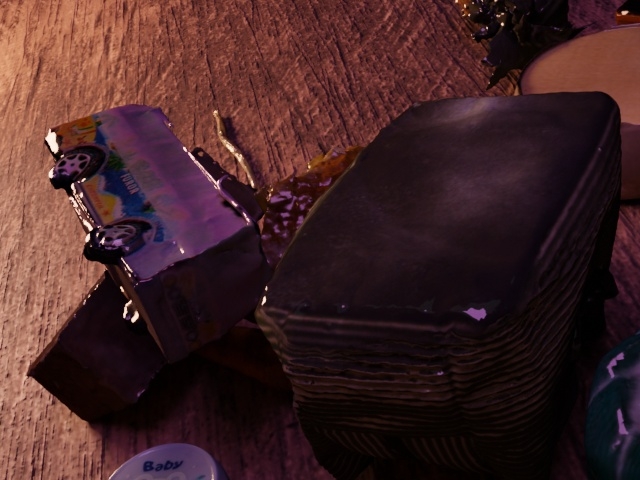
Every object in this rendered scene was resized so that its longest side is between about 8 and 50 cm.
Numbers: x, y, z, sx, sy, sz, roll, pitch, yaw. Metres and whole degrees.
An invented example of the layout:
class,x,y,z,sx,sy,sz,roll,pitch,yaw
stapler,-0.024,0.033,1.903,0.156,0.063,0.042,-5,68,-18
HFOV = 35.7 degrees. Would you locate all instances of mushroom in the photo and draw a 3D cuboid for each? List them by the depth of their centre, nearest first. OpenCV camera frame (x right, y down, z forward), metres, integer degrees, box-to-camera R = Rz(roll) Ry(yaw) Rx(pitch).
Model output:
class,x,y,z,sx,sy,sz,roll,pitch,yaw
mushroom,-0.116,-0.117,1.346,0.026,0.028,0.286,-56,27,20

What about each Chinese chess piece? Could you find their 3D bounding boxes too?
class,x,y,z,sx,sy,sz,roll,pitch,yaw
Chinese chess piece,0.338,-0.147,1.102,0.250,0.103,0.249,-12,34,8

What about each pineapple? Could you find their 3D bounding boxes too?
class,x,y,z,sx,sy,sz,roll,pitch,yaw
pineapple,0.270,-0.317,1.356,0.166,0.165,0.364,-14,42,6

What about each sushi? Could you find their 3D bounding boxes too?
class,x,y,z,sx,sy,sz,roll,pitch,yaw
sushi,0.002,-0.001,1.005,0.179,0.166,0.296,11,54,27

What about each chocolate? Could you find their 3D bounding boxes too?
class,x,y,z,sx,sy,sz,roll,pitch,yaw
chocolate,-0.179,0.045,1.054,0.112,0.112,0.321,-36,18,43

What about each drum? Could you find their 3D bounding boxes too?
class,x,y,z,sx,sy,sz,roll,pitch,yaw
drum,-0.155,0.267,0.788,0.130,0.049,0.253,1,38,26

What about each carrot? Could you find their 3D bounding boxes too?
class,x,y,z,sx,sy,sz,roll,pitch,yaw
carrot,-0.071,0.110,0.975,0.161,0.055,0.055,9,42,45

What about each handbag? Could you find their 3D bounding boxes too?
class,x,y,z,sx,sy,sz,roll,pitch,yaw
handbag,0.115,0.049,0.806,0.247,0.240,0.340,3,40,30

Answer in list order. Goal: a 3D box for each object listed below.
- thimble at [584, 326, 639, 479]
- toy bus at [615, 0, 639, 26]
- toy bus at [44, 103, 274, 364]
class,x,y,z,sx,sy,sz,roll,pitch,yaw
thimble,0.309,0.161,0.620,0.254,0.167,0.288,-24,33,-8
toy bus,0.543,-0.362,1.319,0.409,0.092,0.093,-37,36,-26
toy bus,-0.154,-0.021,0.908,0.138,0.112,0.317,-27,38,-14
